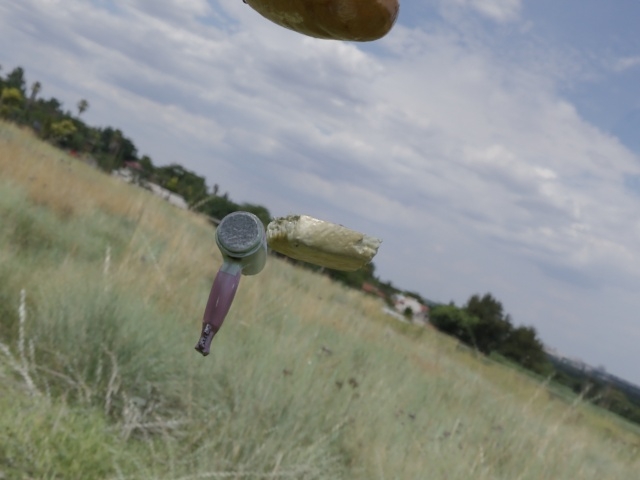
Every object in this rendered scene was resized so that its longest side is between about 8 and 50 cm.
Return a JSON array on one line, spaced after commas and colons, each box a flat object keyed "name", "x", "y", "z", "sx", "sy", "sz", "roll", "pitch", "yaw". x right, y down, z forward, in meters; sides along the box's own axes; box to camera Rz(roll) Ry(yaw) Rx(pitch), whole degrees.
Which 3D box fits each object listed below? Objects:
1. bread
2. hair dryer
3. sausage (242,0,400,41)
[{"name": "bread", "x": 0.000, "y": 0.000, "z": 0.606, "sx": 0.070, "sy": 0.035, "sz": 0.083, "roll": 16, "pitch": -4, "yaw": -15}, {"name": "hair dryer", "x": -0.105, "y": 0.053, "z": 0.901, "sx": 0.054, "sy": 0.154, "sz": 0.106, "roll": 20, "pitch": -22, "yaw": 9}, {"name": "sausage", "x": -0.012, "y": -0.290, "z": 0.932, "sx": 0.109, "sy": 0.109, "sz": 0.270, "roll": 25, "pitch": 6, "yaw": -41}]
